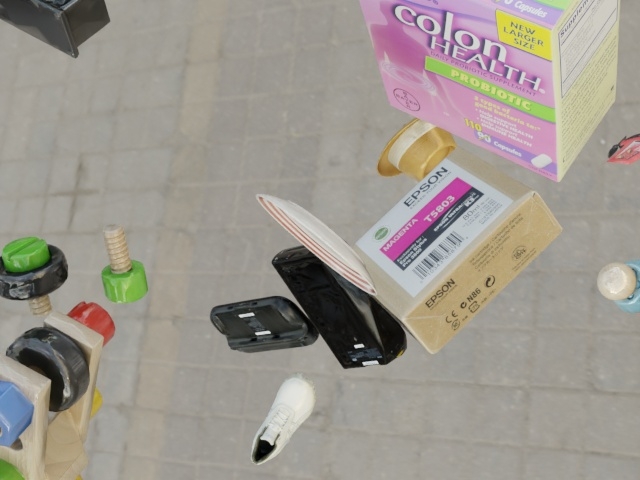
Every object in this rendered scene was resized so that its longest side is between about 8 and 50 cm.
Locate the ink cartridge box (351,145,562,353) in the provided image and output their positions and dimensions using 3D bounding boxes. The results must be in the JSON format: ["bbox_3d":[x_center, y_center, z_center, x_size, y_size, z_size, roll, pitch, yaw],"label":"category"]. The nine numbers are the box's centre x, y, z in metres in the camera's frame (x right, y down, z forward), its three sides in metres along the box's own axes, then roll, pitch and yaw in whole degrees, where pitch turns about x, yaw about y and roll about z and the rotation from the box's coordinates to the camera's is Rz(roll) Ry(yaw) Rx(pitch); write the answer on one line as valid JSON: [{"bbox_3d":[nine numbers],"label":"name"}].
[{"bbox_3d":[0.166,0.006,1.315,0.234,0.088,0.193,-44,34,-2],"label":"ink cartridge box"}]

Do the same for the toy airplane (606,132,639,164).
[{"bbox_3d":[0.375,-0.107,1.058,0.151,0.151,0.028,-15,106,30],"label":"toy airplane"}]

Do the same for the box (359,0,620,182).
[{"bbox_3d":[0.162,-0.200,0.958,0.213,0.243,0.117,29,72,26],"label":"box"}]

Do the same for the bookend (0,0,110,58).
[{"bbox_3d":[-0.322,-0.330,1.284,0.157,0.072,0.156,30,60,26],"label":"bookend"}]

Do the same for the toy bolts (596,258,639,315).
[{"bbox_3d":[0.541,0.090,1.530,0.228,0.158,0.218,47,117,44],"label":"toy bolts"}]

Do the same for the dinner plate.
[{"bbox_3d":[0.000,0.000,0.897,0.141,0.141,0.017,36,82,35],"label":"dinner plate"}]

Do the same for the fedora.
[{"bbox_3d":[0.192,-0.161,1.825,0.194,0.194,0.079,-42,70,17],"label":"fedora"}]

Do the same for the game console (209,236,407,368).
[{"bbox_3d":[-0.045,0.112,1.551,0.361,0.213,0.044,-13,28,44],"label":"game console"}]

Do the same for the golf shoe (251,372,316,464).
[{"bbox_3d":[-0.064,0.305,1.671,0.069,0.086,0.176,28,114,6],"label":"golf shoe"}]

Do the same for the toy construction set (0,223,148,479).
[{"bbox_3d":[-0.256,0.169,0.711,0.257,0.237,0.309,-6,27,1],"label":"toy construction set"}]
